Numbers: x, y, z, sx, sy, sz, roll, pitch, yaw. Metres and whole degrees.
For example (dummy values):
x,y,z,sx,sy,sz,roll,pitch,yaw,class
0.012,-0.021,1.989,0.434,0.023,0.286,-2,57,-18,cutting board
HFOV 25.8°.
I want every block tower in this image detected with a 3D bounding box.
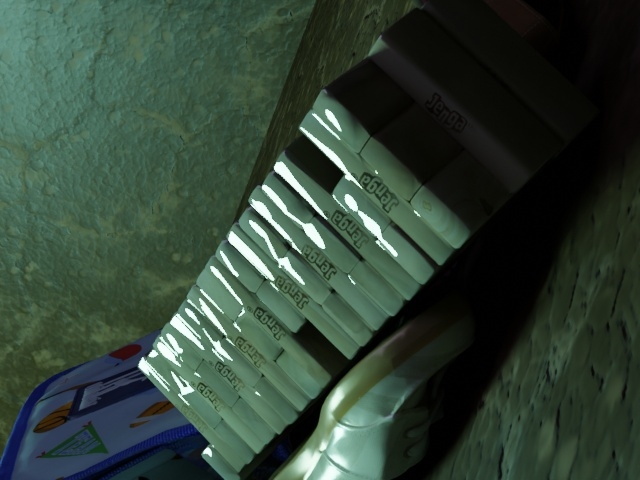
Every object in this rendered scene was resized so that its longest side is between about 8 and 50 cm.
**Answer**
x,y,z,sx,sy,sz,roll,pitch,yaw,class
0.004,0.014,0.722,0.091,0.097,0.335,-39,-9,-36,block tower

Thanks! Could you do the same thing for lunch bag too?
x,y,z,sx,sy,sz,roll,pitch,yaw,class
-0.157,0.240,1.079,0.385,0.239,0.328,-54,9,8,lunch bag

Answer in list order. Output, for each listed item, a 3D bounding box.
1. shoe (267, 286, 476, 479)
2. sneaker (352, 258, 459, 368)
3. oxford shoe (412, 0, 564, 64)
x,y,z,sx,sy,sz,roll,pitch,yaw,class
0.031,0.097,0.721,0.076,0.058,0.219,-41,-10,-39,shoe
0.040,-0.003,0.825,0.178,0.072,0.077,-57,9,49,sneaker
0.097,-0.119,0.760,0.076,0.076,0.212,-40,18,16,oxford shoe
